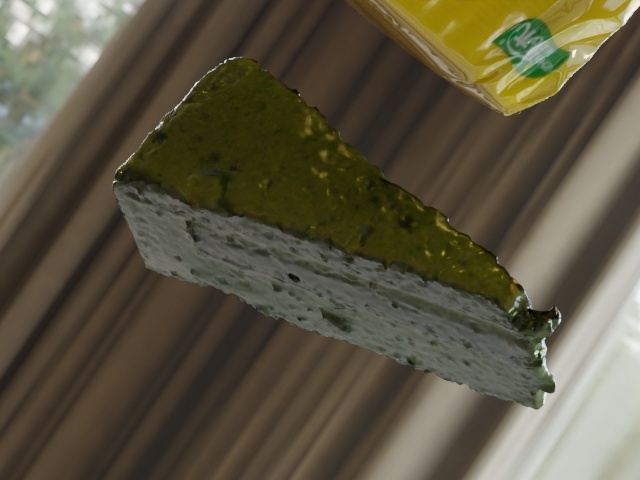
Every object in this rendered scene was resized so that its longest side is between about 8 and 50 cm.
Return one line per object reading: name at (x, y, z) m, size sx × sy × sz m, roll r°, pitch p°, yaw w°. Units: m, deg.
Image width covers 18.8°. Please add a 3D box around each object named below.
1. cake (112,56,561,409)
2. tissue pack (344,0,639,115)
cake at (0.003, 0.017, 0.929) m, size 0.235 × 0.099 × 0.100 m, roll 40°, pitch -20°, yaw 32°
tissue pack at (0.036, -0.286, 1.230) m, size 0.293 × 0.228 × 0.382 m, roll 49°, pitch 11°, yaw 32°
